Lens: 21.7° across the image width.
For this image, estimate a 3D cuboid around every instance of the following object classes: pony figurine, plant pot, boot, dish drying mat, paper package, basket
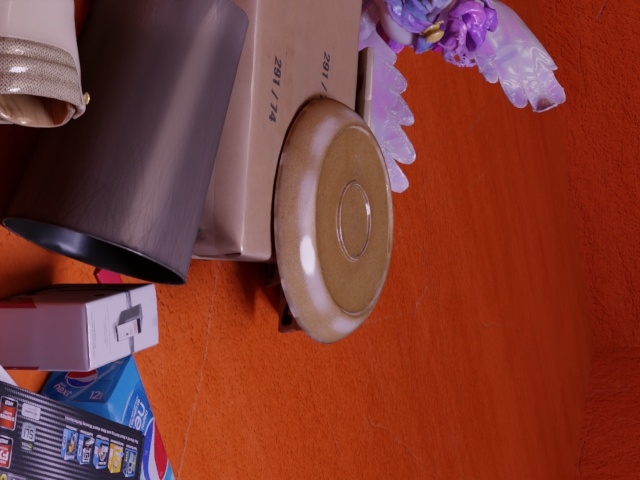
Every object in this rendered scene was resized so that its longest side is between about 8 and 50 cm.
[{"bbox_3d":[0.106,-0.283,2.031,0.363,0.303,0.351,85,-20,-67],"label":"pony figurine"},{"bbox_3d":[0.021,-0.019,1.597,0.236,0.032,0.236,-1,90,-65],"label":"plant pot"},{"bbox_3d":[-0.216,-0.185,1.277,0.262,0.095,0.203,9,72,-80],"label":"boot"},{"bbox_3d":[-0.191,0.050,1.563,0.032,0.008,0.083,-71,154,-42],"label":"dish drying mat"},{"bbox_3d":[-0.087,-0.142,1.605,0.309,0.168,0.325,9,85,-70],"label":"paper package"},{"bbox_3d":[-0.151,-0.095,1.375,0.204,0.154,0.227,70,37,-78],"label":"basket"}]

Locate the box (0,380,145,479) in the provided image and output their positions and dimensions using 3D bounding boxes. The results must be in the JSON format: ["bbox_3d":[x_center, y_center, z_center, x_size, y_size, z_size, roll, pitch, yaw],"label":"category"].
[{"bbox_3d":[-0.220,0.228,1.245,0.270,0.060,0.216,40,52,-66],"label":"box"}]

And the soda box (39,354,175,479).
[{"bbox_3d":[-0.182,0.199,1.491,0.067,0.071,0.210,-67,151,-48],"label":"soda box"}]

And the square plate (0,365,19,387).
[{"bbox_3d":[-0.279,0.268,1.242,0.347,0.049,0.344,64,32,-52],"label":"square plate"}]

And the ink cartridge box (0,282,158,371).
[{"bbox_3d":[-0.205,0.069,1.378,0.135,0.099,0.056,-18,106,-71],"label":"ink cartridge box"}]

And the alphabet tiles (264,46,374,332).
[{"bbox_3d":[-0.005,-0.073,1.829,0.285,0.011,0.342,163,-69,-68],"label":"alphabet tiles"}]
